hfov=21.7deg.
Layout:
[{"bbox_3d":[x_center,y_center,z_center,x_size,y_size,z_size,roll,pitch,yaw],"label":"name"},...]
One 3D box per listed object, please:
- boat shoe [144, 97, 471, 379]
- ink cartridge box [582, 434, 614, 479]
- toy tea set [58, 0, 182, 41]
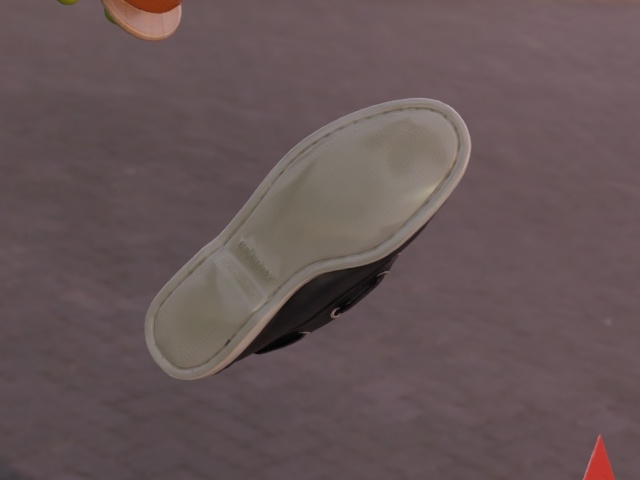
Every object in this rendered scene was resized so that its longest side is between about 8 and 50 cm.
[{"bbox_3d":[0.002,0.004,1.450,0.127,0.340,0.113,51,15,19],"label":"boat shoe"},{"bbox_3d":[0.299,0.354,1.768,0.066,0.189,0.232,11,54,31],"label":"ink cartridge box"},{"bbox_3d":[-0.214,-0.238,1.008,0.124,0.336,0.200,-28,19,41],"label":"toy tea set"}]
